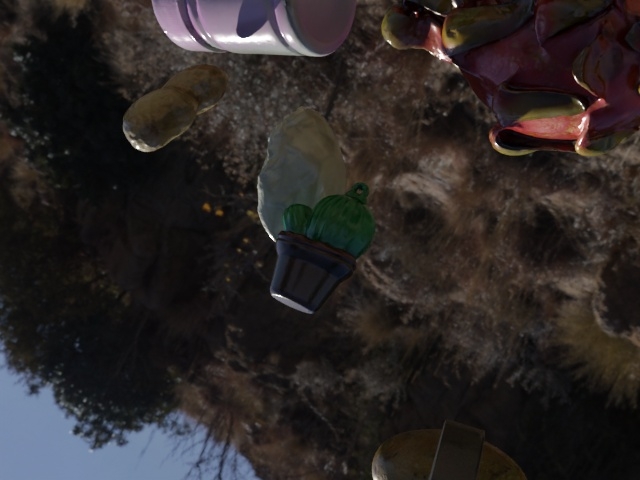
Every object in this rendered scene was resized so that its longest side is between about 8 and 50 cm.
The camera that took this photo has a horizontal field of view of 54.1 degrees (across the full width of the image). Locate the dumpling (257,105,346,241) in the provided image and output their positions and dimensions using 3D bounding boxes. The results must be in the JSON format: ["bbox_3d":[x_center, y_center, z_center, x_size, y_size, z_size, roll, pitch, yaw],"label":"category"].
[{"bbox_3d":[-0.034,-0.098,1.047,0.132,0.250,0.162,24,-140,35],"label":"dumpling"}]

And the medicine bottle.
[{"bbox_3d":[-0.120,-0.443,1.130,0.326,0.211,0.212,12,172,34],"label":"medicine bottle"}]

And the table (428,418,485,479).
[{"bbox_3d":[0.134,0.258,0.657,0.043,0.133,0.133,15,178,14],"label":"table"}]

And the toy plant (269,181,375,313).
[{"bbox_3d":[0.000,0.000,0.878,0.143,0.200,0.105,17,161,32],"label":"toy plant"}]

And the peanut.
[{"bbox_3d":[-0.245,-0.232,1.073,0.104,0.228,0.085,6,134,38],"label":"peanut"}]

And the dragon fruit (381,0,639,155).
[{"bbox_3d":[0.242,-0.221,0.668,0.307,0.243,0.227,49,-140,3],"label":"dragon fruit"}]

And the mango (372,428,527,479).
[{"bbox_3d":[0.251,0.464,1.244,0.330,0.176,0.176,-18,157,38],"label":"mango"}]
